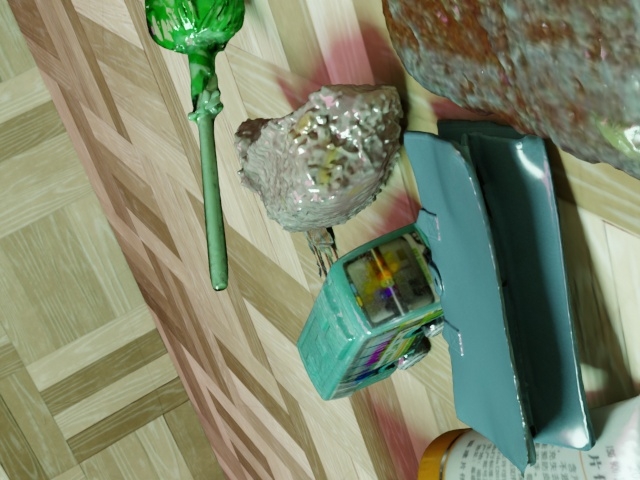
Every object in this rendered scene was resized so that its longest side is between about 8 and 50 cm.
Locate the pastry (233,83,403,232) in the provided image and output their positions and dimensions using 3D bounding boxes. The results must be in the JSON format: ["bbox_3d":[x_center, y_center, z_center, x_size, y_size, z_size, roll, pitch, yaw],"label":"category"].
[{"bbox_3d":[-0.004,-0.061,0.868,0.265,0.102,0.112,-174,71,-76],"label":"pastry"}]

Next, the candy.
[{"bbox_3d":[-0.099,-0.110,0.919,0.097,0.097,0.324,114,150,-69],"label":"candy"}]

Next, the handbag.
[{"bbox_3d":[0.112,0.031,0.704,0.144,0.057,0.221,-157,52,-72],"label":"handbag"}]

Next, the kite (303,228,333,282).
[{"bbox_3d":[-0.003,0.001,1.120,0.127,0.016,0.229,33,147,64],"label":"kite"}]

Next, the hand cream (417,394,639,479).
[{"bbox_3d":[0.173,0.175,0.768,0.314,0.089,0.140,-17,92,68],"label":"hand cream"}]

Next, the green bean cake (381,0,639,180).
[{"bbox_3d":[0.102,-0.141,0.443,0.232,0.097,0.199,34,150,57],"label":"green bean cake"}]

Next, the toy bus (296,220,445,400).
[{"bbox_3d":[0.046,0.072,0.939,0.091,0.109,0.262,62,163,17],"label":"toy bus"}]
